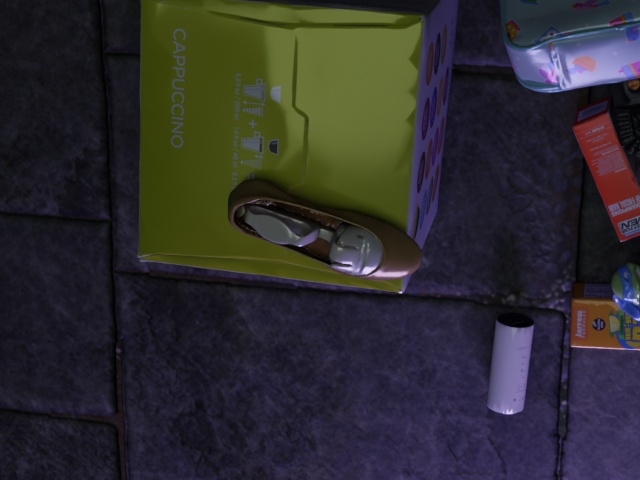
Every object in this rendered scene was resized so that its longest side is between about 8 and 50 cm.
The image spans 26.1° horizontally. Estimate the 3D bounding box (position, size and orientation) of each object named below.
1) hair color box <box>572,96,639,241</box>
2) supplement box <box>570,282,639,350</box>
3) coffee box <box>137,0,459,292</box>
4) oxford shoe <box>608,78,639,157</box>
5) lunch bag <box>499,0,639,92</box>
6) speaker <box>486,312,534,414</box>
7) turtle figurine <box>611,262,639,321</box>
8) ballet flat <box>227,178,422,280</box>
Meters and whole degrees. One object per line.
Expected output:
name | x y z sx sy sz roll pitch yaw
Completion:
hair color box | 0.384 -0.094 1.794 0.053 0.093 0.167 -22 102 20
supplement box | 0.454 0.105 1.857 0.233 0.080 0.078 1 107 15
coffee box | -0.022 -0.161 1.732 0.338 0.334 0.337 7 110 10
oxford shoe | 0.405 -0.217 1.757 0.083 0.096 0.227 -1 90 23
lunch bag | 0.358 -0.301 1.667 0.279 0.224 0.108 -10 141 14
speaker | 0.267 0.172 1.935 0.055 0.055 0.136 7 111 10
turtle figurine | 0.511 0.028 1.692 0.266 0.198 0.274 -9 144 -14
ballet flat | 0.000 0.000 1.563 0.232 0.073 0.080 19 113 4
